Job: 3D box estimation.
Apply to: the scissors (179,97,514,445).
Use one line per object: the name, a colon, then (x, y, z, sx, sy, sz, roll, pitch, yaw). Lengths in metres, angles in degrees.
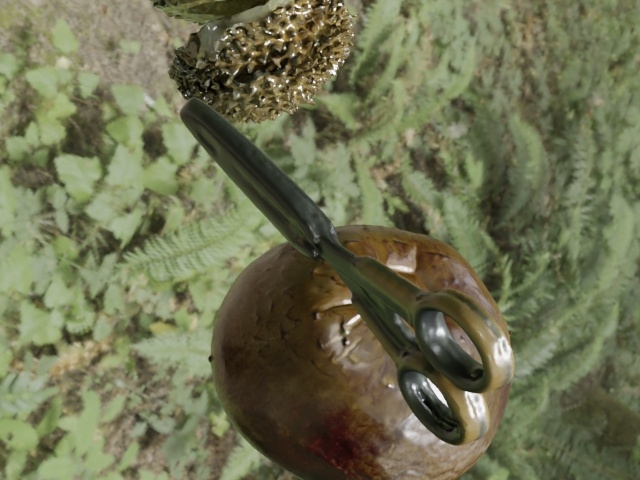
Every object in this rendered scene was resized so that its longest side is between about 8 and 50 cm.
scissors: (0.000, 0.000, 0.409, 0.017, 0.220, 0.088, -31, 150, -25)

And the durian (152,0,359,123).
durian: (-0.054, -0.206, 0.820, 0.167, 0.196, 0.196, -70, 176, -76)

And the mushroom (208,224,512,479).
mushroom: (0.042, 0.077, 0.638, 0.231, 0.194, 0.138, -10, 139, -29)
